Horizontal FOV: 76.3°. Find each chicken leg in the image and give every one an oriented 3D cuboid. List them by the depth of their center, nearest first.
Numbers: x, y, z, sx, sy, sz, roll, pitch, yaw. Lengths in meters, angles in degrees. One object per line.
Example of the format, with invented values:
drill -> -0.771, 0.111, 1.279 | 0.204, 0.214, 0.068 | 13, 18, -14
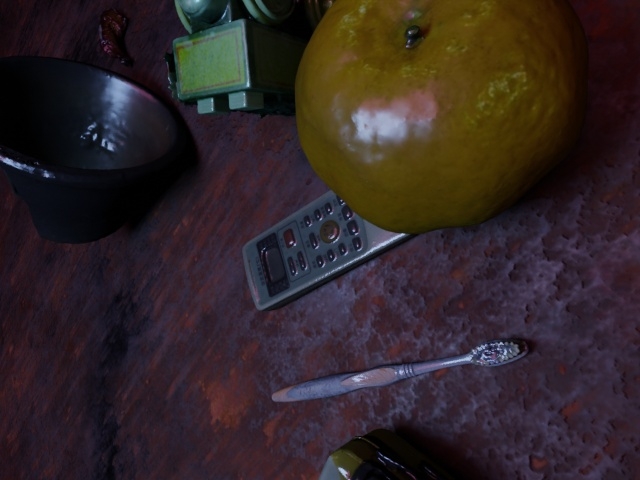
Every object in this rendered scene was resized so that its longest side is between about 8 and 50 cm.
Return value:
chicken leg -> -0.526, -0.514, 1.038 | 0.093, 0.053, 0.205 | -19, 76, 17

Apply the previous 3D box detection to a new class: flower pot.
flower pot -> -0.471, -0.157, 0.812 | 0.379, 0.379, 0.251 | 53, 134, 28

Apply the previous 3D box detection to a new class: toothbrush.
toothbrush -> 0.072, 0.176, 0.525 | 0.375, 0.037, 0.028 | -25, 67, 33

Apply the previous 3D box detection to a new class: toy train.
toy train -> -0.072, -0.267, 0.553 | 0.159, 0.271, 0.189 | 5, 103, 33

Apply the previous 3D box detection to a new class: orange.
orange -> 0.112, -0.142, 0.420 | 0.278, 0.235, 0.279 | -7, 71, 20

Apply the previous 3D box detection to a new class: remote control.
remote control -> 0.000, 0.000, 0.595 | 0.285, 0.038, 0.124 | -29, 67, 29

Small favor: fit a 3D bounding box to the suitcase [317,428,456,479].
suitcase -> 0.075, 0.340, 0.430 | 0.193, 0.143, 0.235 | 28, 101, 35
